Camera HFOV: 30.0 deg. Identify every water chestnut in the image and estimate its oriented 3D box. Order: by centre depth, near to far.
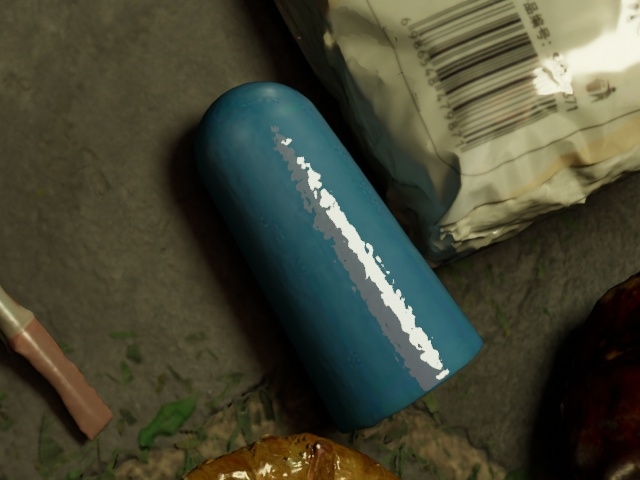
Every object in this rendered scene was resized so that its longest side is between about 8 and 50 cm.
[{"bbox_3d":[0.347,0.144,0.991,0.289,0.289,0.244,5,110,-24],"label":"water chestnut"}]

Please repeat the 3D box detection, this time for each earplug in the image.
[{"bbox_3d":[0.000,0.000,0.927,0.132,0.132,0.273,-32,90,-27],"label":"earplug"}]

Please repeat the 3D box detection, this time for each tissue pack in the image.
[{"bbox_3d":[0.156,-0.203,0.974,0.390,0.195,0.375,-21,83,-2],"label":"tissue pack"}]

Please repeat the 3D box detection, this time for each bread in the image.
[{"bbox_3d":[-0.028,0.196,0.894,0.233,0.076,0.105,6,88,-31],"label":"bread"}]

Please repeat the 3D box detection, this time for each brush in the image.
[{"bbox_3d":[-0.248,0.023,0.839,0.084,0.071,0.301,-45,104,-30],"label":"brush"}]
